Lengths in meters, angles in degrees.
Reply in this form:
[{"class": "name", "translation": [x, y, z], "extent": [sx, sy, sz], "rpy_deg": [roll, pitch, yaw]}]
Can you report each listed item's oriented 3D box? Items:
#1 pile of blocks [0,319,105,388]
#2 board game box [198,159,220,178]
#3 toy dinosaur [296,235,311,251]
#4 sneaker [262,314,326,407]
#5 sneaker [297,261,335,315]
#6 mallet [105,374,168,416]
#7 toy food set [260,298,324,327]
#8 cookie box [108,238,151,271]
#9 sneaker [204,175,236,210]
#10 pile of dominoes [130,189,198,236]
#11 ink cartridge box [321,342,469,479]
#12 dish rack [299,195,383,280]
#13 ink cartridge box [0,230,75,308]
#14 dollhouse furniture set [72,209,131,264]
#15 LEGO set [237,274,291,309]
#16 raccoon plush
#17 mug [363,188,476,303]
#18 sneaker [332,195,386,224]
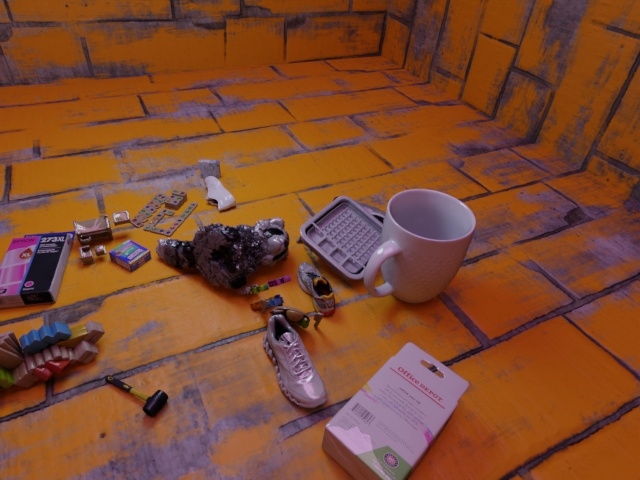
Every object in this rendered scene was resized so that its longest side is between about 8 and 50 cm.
[{"class": "pile of blocks", "translation": [-0.748, 0.310, 1.110], "extent": [0.362, 0.148, 0.113], "rpy_deg": [-22, 47, -30]}, {"class": "board game box", "translation": [-0.502, -0.324, 1.952], "extent": [0.090, 0.090, 0.020], "rpy_deg": [2, 44, -5]}, {"class": "toy dinosaur", "translation": [0.000, 0.000, 1.652], "extent": [0.183, 0.053, 0.092], "rpy_deg": [0, 38, -7]}, {"class": "sneaker", "translation": [-0.078, 0.330, 1.195], "extent": [0.110, 0.118, 0.292], "rpy_deg": [-17, 46, -28]}, {"class": "sneaker", "translation": [-0.008, 0.144, 1.445], "extent": [0.088, 0.092, 0.225], "rpy_deg": [-15, 43, -24]}, {"class": "mallet", "translation": [-0.485, 0.392, 1.135], "extent": [0.190, 0.039, 0.062], "rpy_deg": [22, 43, 25]}, {"class": "toy food set", "translation": [-0.094, 0.236, 1.301], "extent": [0.192, 0.132, 0.038], "rpy_deg": [14, 60, -1]}, {"class": "cookie box", "translation": [-0.670, 0.052, 1.516], "extent": [0.107, 0.040, 0.092], "rpy_deg": [24, 42, 19]}, {"class": "sneaker", "translation": [-0.454, -0.200, 1.827], "extent": [0.094, 0.080, 0.212], "rpy_deg": [-33, 54, -23]}, {"class": "pile of dominoes", "translation": [-0.633, -0.124, 1.734], "extent": [0.196, 0.040, 0.251], "rpy_deg": [13, 39, 8]}, {"class": "ink cartridge box", "translation": [0.197, 0.443, 1.087], "extent": [0.207, 0.119, 0.354], "rpy_deg": [33, 48, 30]}, {"class": "dish rack", "translation": [0.098, -0.005, 1.607], "extent": [0.286, 0.072, 0.333], "rpy_deg": [40, 48, 9]}, {"class": "ink cartridge box", "translation": [-0.956, 0.070, 1.447], "extent": [0.176, 0.069, 0.370], "rpy_deg": [-6, 38, -13]}, {"class": "dollhouse furniture set", "translation": [-0.771, 0.000, 1.556], "extent": [0.182, 0.101, 0.160], "rpy_deg": [-14, 68, -23]}, {"class": "LEGO set", "translation": [-0.160, 0.171, 1.379], "extent": [0.093, 0.086, 0.227], "rpy_deg": [-15, -1, -43]}, {"class": "raccoon plush", "translation": [-0.321, -0.008, 1.524], "extent": [0.447, 0.215, 0.299], "rpy_deg": [19, 26, 25]}, {"class": "mug", "translation": [0.291, 0.056, 1.403], "extent": [0.374, 0.327, 0.276], "rpy_deg": [-23, 47, -30]}, {"class": "sneaker", "translation": [0.171, -0.109, 1.785], "extent": [0.272, 0.100, 0.108], "rpy_deg": [26, 29, 18]}]
